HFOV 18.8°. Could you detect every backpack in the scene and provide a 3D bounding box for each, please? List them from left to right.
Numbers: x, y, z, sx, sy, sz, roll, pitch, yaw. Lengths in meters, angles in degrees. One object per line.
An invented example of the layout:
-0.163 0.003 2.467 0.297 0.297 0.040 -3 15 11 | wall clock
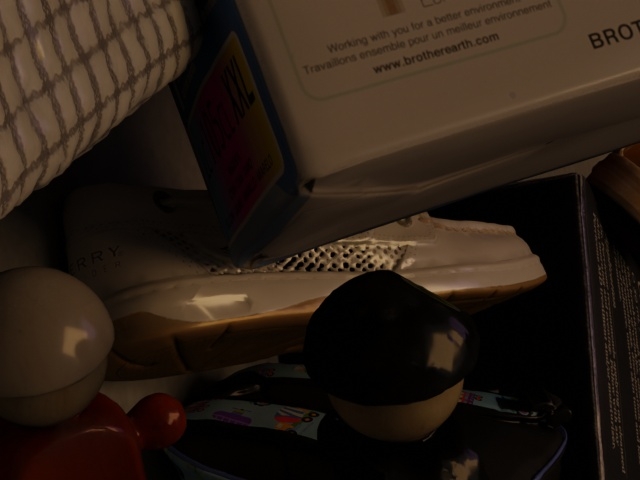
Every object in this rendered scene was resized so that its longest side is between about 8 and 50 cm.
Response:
0.014 0.126 0.894 0.158 0.173 0.117 -39 138 -64 | backpack

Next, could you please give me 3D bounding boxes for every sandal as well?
0.204 -0.028 1.152 0.088 0.079 0.240 44 -1 10 | sandal

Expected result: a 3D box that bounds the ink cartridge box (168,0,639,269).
0.029 -0.220 0.819 0.151 0.270 0.396 139 -67 -69 | ink cartridge box

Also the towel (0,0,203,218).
-0.154 -0.149 0.619 0.235 0.121 0.284 -57 132 -65 | towel

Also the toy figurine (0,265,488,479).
-0.050 0.110 0.638 0.209 0.213 0.148 -62 151 -53 | toy figurine

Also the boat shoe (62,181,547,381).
0.000 0.000 0.901 0.277 0.098 0.096 -2 70 -46 | boat shoe

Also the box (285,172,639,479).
0.118 0.186 1.110 0.312 0.179 0.343 43 41 -57 | box
